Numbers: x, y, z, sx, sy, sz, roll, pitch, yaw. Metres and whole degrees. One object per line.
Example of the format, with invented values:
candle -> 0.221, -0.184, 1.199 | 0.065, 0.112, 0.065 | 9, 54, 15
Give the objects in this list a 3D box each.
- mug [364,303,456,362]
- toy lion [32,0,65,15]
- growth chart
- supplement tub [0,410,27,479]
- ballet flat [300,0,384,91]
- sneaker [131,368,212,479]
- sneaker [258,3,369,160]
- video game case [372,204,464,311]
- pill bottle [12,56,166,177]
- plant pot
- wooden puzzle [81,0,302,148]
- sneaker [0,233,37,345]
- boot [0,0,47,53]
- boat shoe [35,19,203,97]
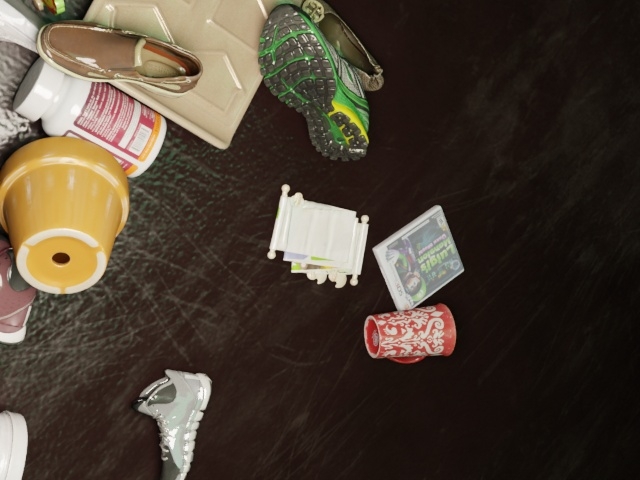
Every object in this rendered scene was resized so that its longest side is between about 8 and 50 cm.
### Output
mug -> 0.186, 0.215, 1.780 | 0.169, 0.113, 0.150 | -3, 110, -19
toy lion -> -0.432, -0.400, 1.299 | 0.034, 0.096, 0.100 | -32, 113, -23
growth chart -> 0.000, 0.000, 1.685 | 0.237, 0.021, 0.171 | 17, 91, -33
supplement tub -> -0.611, 0.327, 1.270 | 0.272, 0.191, 0.191 | 18, 90, -33
ballet flat -> 0.042, -0.381, 1.616 | 0.250, 0.058, 0.084 | 44, 75, -30
sneaker -> -0.295, 0.345, 1.540 | 0.132, 0.086, 0.228 | 21, 78, -28
sneaker -> -0.007, -0.303, 1.544 | 0.343, 0.134, 0.146 | 57, 34, -47
video game case -> 0.218, 0.043, 1.826 | 0.190, 0.022, 0.173 | -34, 115, -22
pill bottle -> -0.373, -0.201, 1.358 | 0.221, 0.121, 0.121 | 30, 83, -32
plant pot -> -0.398, -0.026, 1.290 | 0.205, 0.188, 0.205 | -8, 130, -10
wooden puzzle -> -0.228, -0.379, 1.446 | 0.322, 0.081, 0.347 | 30, 78, -32
sneaker -> -0.571, 0.049, 1.307 | 0.281, 0.106, 0.162 | 31, 77, -42
boot -> -0.530, -0.333, 1.270 | 0.123, 0.095, 0.258 | -47, 130, 11
boat shoe -> -0.302, -0.292, 1.294 | 0.258, 0.095, 0.095 | 6, 81, -35
